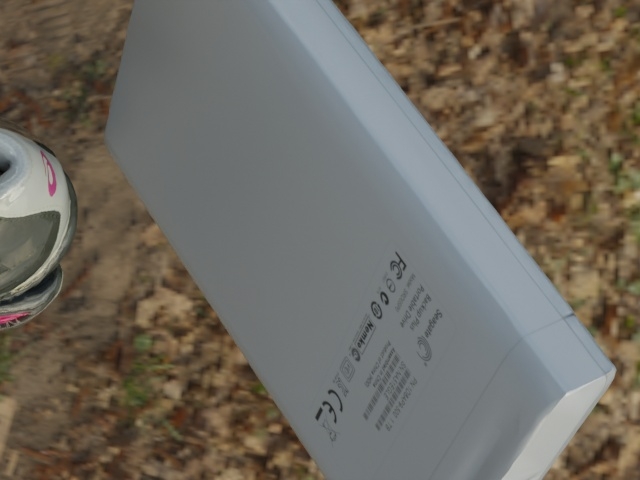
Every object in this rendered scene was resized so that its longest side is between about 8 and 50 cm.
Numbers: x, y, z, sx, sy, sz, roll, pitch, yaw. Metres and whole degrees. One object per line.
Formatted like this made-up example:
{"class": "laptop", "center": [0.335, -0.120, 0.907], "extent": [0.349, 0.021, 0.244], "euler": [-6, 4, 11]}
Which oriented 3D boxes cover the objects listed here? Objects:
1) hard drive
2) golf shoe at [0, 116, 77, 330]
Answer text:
{"class": "hard drive", "center": [0.000, 0.000, 0.921], "extent": [0.047, 0.233, 0.353], "euler": [-21, 63, -30]}
{"class": "golf shoe", "center": [-0.227, -0.015, 0.619], "extent": [0.273, 0.120, 0.105], "euler": [-5, 77, -9]}
